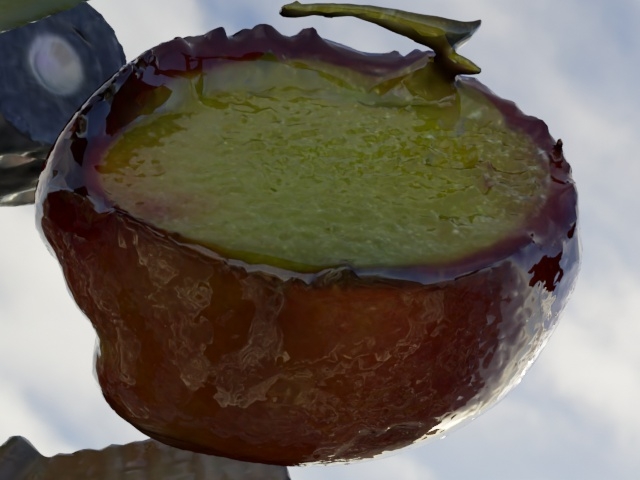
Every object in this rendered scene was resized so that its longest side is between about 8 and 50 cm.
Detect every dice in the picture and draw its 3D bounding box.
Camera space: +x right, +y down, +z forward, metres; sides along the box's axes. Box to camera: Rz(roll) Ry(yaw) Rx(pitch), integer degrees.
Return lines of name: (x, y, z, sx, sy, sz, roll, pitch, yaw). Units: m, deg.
dice: (-0.308, -0.140, 1.809, 0.183, 0.181, 0.182, -22, -23, 40)

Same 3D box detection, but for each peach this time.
peach: (-0.016, 0.012, 1.412, 0.406, 0.335, 0.310, -4, -40, -15)

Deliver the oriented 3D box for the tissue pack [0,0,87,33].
tissue pack: (-0.117, -0.297, 1.061, 0.388, 0.162, 0.287, -15, -44, 33)

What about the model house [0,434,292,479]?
model house: (-0.194, 0.432, 1.687, 0.400, 0.395, 0.445, -5, -57, -1)
